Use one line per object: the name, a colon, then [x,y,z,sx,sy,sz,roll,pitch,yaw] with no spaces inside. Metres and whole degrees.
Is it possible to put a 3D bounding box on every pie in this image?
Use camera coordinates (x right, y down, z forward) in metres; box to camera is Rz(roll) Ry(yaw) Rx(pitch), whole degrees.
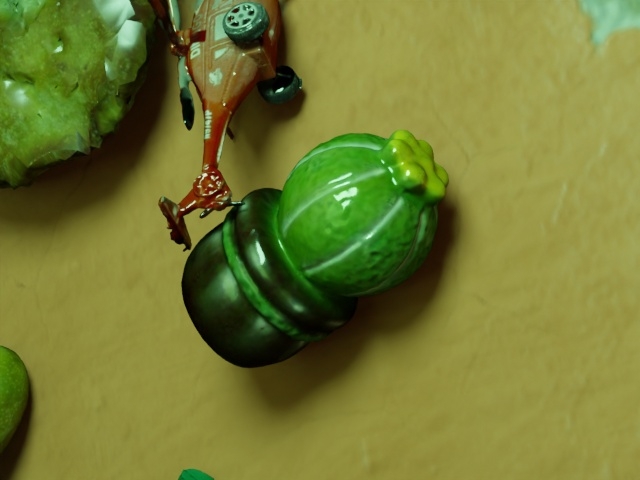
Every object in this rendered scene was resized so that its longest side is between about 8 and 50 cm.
pie: [-0.229,-0.181,1.057,0.355,0.103,0.288,34,104,31]

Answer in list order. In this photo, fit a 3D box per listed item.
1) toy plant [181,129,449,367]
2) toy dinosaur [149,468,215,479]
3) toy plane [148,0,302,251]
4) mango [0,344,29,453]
toy plant: [0.000,0.000,0.862,0.162,0.093,0.092,-37,63,28]
toy dinosaur: [-0.091,0.192,0.932,0.132,0.059,0.096,28,107,28]
toy plane: [-0.060,-0.094,0.894,0.077,0.194,0.126,-11,120,17]
mango: [-0.290,0.150,1.064,0.227,0.099,0.136,-34,41,20]
